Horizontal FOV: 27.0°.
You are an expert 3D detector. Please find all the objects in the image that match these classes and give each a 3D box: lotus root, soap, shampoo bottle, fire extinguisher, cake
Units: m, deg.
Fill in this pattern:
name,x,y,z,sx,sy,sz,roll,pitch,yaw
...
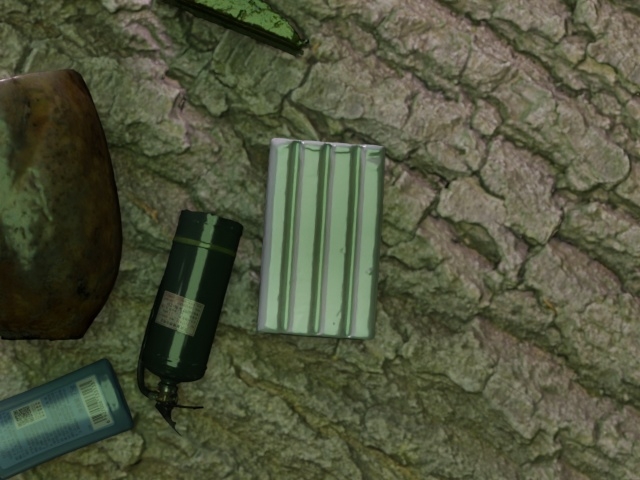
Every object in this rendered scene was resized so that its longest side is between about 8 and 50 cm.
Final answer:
name,x,y,z,sx,sy,sz,roll,pitch,yaw
lotus root,-0.377,-0.037,1.730,0.250,0.250,0.346,-8,90,-5
soap,0.000,0.000,1.821,0.159,0.087,0.265,4,85,-5
shampoo bottle,-0.387,0.250,1.780,0.258,0.061,0.104,-21,87,-7
fire extinguisher,-0.183,0.110,1.798,0.118,0.093,0.294,12,84,23
cake,-0.133,-0.313,1.834,0.235,0.100,0.099,43,85,0
